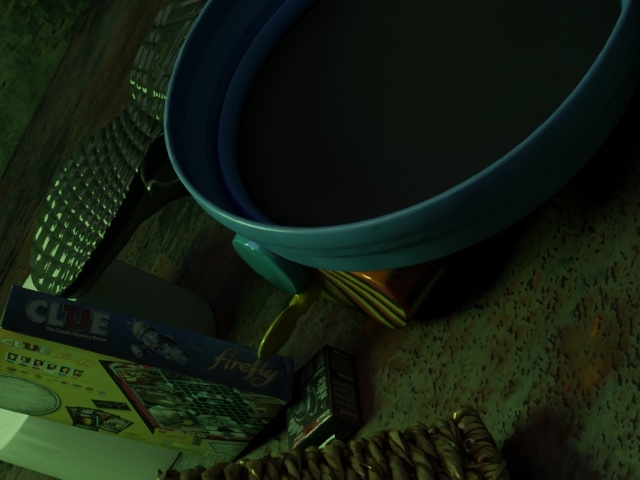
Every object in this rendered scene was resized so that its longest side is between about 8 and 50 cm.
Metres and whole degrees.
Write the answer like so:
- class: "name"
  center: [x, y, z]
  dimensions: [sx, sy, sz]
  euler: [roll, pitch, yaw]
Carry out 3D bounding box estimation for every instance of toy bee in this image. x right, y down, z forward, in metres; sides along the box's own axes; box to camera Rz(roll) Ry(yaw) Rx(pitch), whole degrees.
- class: "toy bee"
  center: [0.000, 0.000, 0.960]
  dimensions: [0.195, 0.162, 0.298]
  euler: [-37, 47, 0]

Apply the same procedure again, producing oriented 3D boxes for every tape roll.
- class: "tape roll"
  center: [-0.248, 0.141, 1.223]
  dimensions: [0.246, 0.169, 0.246]
  euler: [-40, 35, 37]

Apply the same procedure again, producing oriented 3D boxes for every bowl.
- class: "bowl"
  center: [0.062, -0.147, 0.860]
  dimensions: [0.391, 0.077, 0.391]
  euler: [-18, 49, 21]

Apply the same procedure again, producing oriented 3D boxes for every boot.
- class: "boot"
  center: [-0.122, -0.059, 1.120]
  dimensions: [0.338, 0.222, 0.118]
  euler: [-54, 48, 9]

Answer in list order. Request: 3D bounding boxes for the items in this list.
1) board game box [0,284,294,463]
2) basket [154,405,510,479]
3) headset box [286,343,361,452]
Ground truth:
- class: "board game box"
  center: [-0.164, 0.122, 0.971]
  dimensions: [0.165, 0.243, 0.042]
  euler: [129, 153, -53]
- class: "basket"
  center: [0.030, 0.279, 0.658]
  dimensions: [0.299, 0.223, 0.213]
  euler: [-106, 6, -60]
- class: "headset box"
  center: [0.001, 0.139, 0.930]
  dimensions: [0.062, 0.032, 0.083]
  euler: [-47, 33, 32]
